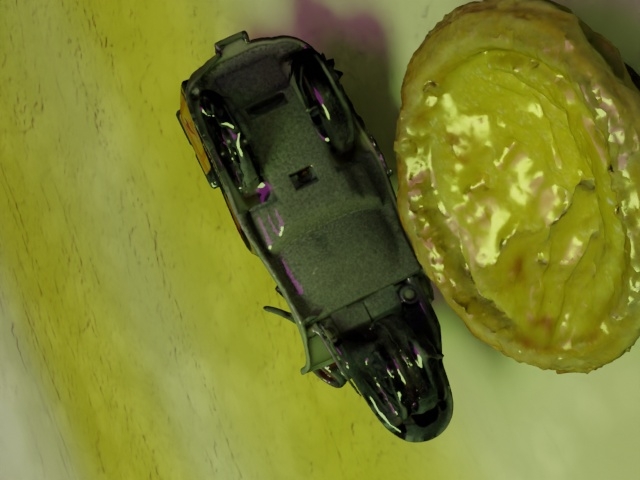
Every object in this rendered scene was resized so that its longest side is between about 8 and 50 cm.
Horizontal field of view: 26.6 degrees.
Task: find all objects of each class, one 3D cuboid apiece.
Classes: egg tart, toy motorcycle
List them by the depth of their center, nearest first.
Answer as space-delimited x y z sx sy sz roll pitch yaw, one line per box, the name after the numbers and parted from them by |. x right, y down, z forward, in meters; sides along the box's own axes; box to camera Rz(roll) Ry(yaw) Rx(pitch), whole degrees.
0.110 -0.028 0.663 0.191 0.074 0.191 28 128 43 | egg tart
0.000 0.000 0.785 0.263 0.091 0.157 63 167 12 | toy motorcycle
